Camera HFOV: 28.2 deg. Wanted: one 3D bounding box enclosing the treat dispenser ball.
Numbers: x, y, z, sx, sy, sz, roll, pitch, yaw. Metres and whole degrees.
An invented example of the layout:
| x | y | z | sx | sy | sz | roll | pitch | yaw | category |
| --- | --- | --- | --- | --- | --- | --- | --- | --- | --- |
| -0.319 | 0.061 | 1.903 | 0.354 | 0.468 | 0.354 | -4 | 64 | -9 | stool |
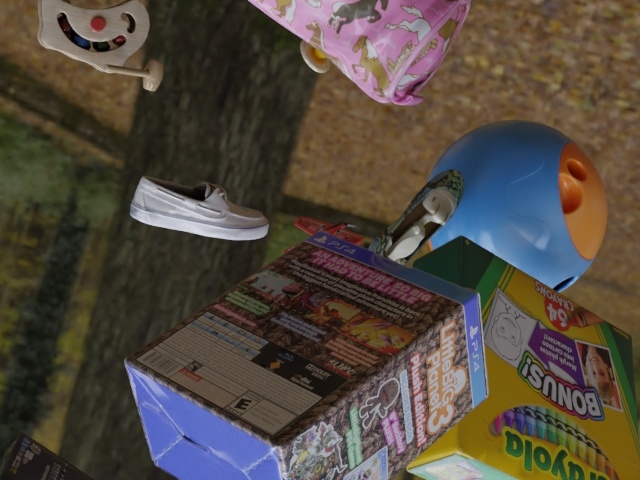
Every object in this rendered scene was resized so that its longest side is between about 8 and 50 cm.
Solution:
| x | y | z | sx | sy | sz | roll | pitch | yaw | category |
| --- | --- | --- | --- | --- | --- | --- | --- | --- | --- |
| 0.303 | -0.045 | 1.996 | 0.288 | 0.288 | 0.288 | 16 | 177 | 1 | treat dispenser ball |

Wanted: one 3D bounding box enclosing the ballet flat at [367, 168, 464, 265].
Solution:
| x | y | z | sx | sy | sz | roll | pitch | yaw | category |
| --- | --- | --- | --- | --- | --- | --- | --- | --- | --- |
| 0.147 | -0.023 | 1.828 | 0.070 | 0.188 | 0.070 | 42 | 177 | 2 | ballet flat |

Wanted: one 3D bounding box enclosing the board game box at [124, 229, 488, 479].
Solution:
| x | y | z | sx | sy | sz | roll | pitch | yaw | category |
| --- | --- | --- | --- | --- | --- | --- | --- | --- | --- |
| -0.009 | 0.143 | 1.317 | 0.232 | 0.141 | 0.291 | 22 | -137 | 40 | board game box |

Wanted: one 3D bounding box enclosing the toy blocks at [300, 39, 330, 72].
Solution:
| x | y | z | sx | sy | sz | roll | pitch | yaw | category |
| --- | --- | --- | --- | --- | --- | --- | --- | --- | --- |
| 0.038 | -0.304 | 1.659 | 0.054 | 0.123 | 0.148 | 19 | 143 | -41 | toy blocks |

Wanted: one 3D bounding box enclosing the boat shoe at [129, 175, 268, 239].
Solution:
| x | y | z | sx | sy | sz | roll | pitch | yaw | category |
| --- | --- | --- | --- | --- | --- | --- | --- | --- | --- |
| -0.200 | -0.060 | 2.225 | 0.258 | 0.084 | 0.095 | 7 | -160 | -31 | boat shoe |

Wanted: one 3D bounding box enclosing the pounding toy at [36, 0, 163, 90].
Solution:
| x | y | z | sx | sy | sz | roll | pitch | yaw | category |
| --- | --- | --- | --- | --- | --- | --- | --- | --- | --- |
| -0.410 | -0.405 | 2.448 | 0.269 | 0.154 | 0.155 | 21 | -178 | -21 | pounding toy |

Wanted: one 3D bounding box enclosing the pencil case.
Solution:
| x | y | z | sx | sy | sz | roll | pitch | yaw | category |
| --- | --- | --- | --- | --- | --- | --- | --- | --- | --- |
| -0.006 | -0.323 | 1.528 | 0.386 | 0.160 | 0.167 | 36 | 145 | 9 | pencil case |

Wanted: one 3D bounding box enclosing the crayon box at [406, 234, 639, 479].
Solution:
| x | y | z | sx | sy | sz | roll | pitch | yaw | category |
| --- | --- | --- | --- | --- | --- | --- | --- | --- | --- |
| 0.279 | 0.211 | 1.708 | 0.363 | 0.313 | 0.106 | 28 | 139 | -31 | crayon box |

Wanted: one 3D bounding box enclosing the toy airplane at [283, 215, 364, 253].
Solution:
| x | y | z | sx | sy | sz | roll | pitch | yaw | category |
| --- | --- | --- | --- | --- | --- | --- | --- | --- | --- |
| 0.000 | 0.000 | 2.180 | 0.151 | 0.028 | 0.151 | -3 | -154 | 1 | toy airplane |

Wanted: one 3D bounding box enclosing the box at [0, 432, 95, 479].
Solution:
| x | y | z | sx | sy | sz | roll | pitch | yaw | category |
| --- | --- | --- | --- | --- | --- | --- | --- | --- | --- |
| -0.509 | 0.474 | 2.316 | 0.183 | 0.059 | 0.233 | 38 | -160 | -13 | box |
